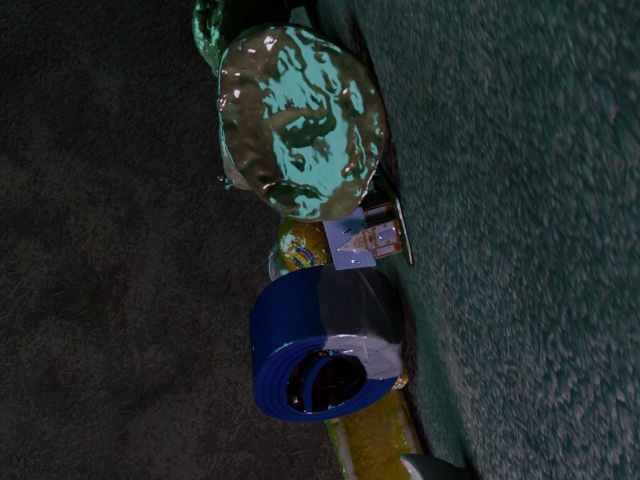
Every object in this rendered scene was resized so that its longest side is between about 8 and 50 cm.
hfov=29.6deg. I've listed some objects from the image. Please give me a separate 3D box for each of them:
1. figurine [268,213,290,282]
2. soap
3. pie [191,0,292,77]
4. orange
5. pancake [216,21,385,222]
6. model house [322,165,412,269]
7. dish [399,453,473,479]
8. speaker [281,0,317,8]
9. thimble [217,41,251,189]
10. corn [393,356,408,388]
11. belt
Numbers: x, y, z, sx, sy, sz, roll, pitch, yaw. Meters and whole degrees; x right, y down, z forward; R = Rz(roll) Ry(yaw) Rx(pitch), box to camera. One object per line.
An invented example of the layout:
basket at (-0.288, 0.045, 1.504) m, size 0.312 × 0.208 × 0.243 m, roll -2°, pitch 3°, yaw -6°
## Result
figurine at (-0.025, 0.005, 2.105) m, size 0.186 × 0.176 × 0.287 m, roll -41°, pitch -50°, yaw -71°
soap at (0.078, 0.321, 1.997) m, size 0.293 × 0.156 × 0.335 m, roll 73°, pitch 179°, yaw -60°
pie at (-0.104, -0.343, 1.690) m, size 0.201 × 0.090 × 0.248 m, roll 72°, pitch -144°, yaw -48°
orange at (0.001, 0.002, 1.947) m, size 0.135 × 0.117 × 0.136 m, roll 19°, pitch 125°, yaw 30°
pancake at (-0.017, -0.138, 1.384) m, size 0.050 × 0.242 × 0.242 m, roll -38°, pitch -61°, yaw -49°
model house at (0.044, -0.031, 1.483) m, size 0.167 × 0.088 × 0.117 m, roll -113°, pitch 7°, yaw -59°
dish at (0.169, 0.367, 1.473) m, size 0.151 × 0.077 × 0.212 m, roll -120°, pitch 14°, yaw -67°
speaker at (-0.055, -0.418, 1.582) m, size 0.082 × 0.044 × 0.218 m, roll -114°, pitch 9°, yaw -62°
thimble at (-0.053, -0.165, 1.563) m, size 0.229 × 0.148 × 0.196 m, roll -82°, pitch -8°, yaw -66°
corn at (0.108, 0.181, 1.841) m, size 0.037 × 0.037 × 0.092 m, roll 80°, pitch 173°, yaw -57°
belt at (0.005, 0.157, 1.738) m, size 0.347 × 0.212 × 0.117 m, roll 106°, pitch 163°, yaw -61°
